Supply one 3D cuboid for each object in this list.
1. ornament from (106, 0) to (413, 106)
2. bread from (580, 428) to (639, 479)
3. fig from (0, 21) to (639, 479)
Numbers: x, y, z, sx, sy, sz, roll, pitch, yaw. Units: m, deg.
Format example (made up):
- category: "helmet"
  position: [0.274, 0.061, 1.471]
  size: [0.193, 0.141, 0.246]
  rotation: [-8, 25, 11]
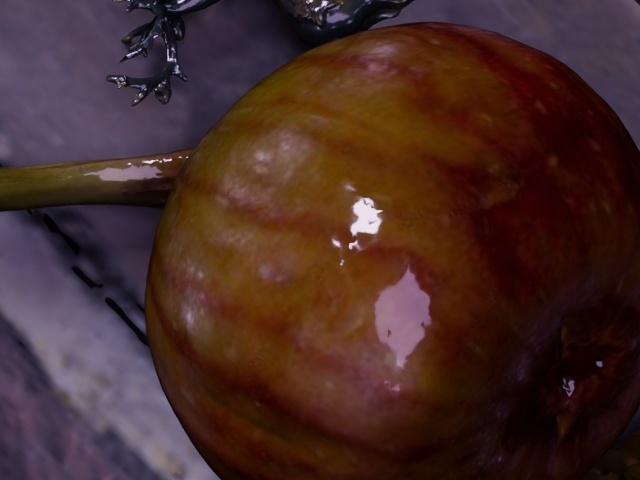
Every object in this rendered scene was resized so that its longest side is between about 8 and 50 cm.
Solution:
- category: "ornament"
  position: [-0.017, -0.083, 0.635]
  size: [0.125, 0.028, 0.073]
  rotation: [-35, 66, -12]
- category: "bread"
  position: [0.150, 0.156, 0.636]
  size: [0.199, 0.104, 0.199]
  rotation: [0, 91, -14]
- category: "fig"
  position: [0.008, 0.001, 0.601]
  size: [0.175, 0.207, 0.175]
  rotation: [-22, 126, -34]
